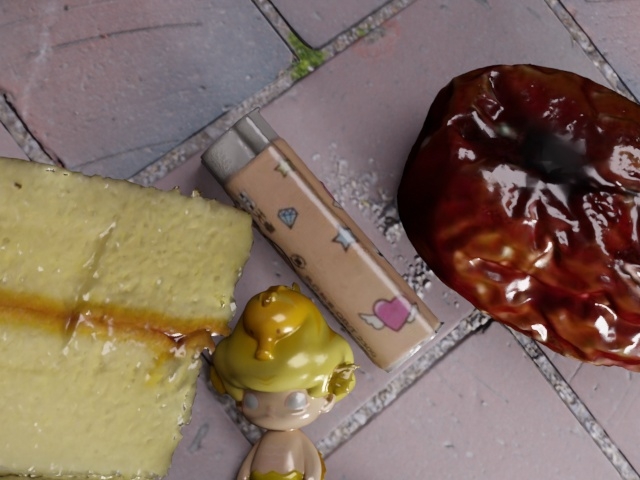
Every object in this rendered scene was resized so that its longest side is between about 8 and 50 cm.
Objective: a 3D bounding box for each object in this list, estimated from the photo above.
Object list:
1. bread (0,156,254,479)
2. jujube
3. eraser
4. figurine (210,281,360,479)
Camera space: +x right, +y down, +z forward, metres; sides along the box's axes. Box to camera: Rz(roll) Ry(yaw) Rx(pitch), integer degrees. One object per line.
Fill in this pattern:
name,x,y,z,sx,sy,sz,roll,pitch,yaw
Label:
bread,-0.266,0.072,1.679,0.405,0.242,0.345,0,64,-1
jujube,0.271,-0.026,1.990,0.377,0.276,0.276,30,61,-8
eraser,0.000,0.000,1.912,0.087,0.171,0.290,-41,91,-5
figurine,-0.033,0.162,1.861,0.156,0.131,0.246,1,84,17
